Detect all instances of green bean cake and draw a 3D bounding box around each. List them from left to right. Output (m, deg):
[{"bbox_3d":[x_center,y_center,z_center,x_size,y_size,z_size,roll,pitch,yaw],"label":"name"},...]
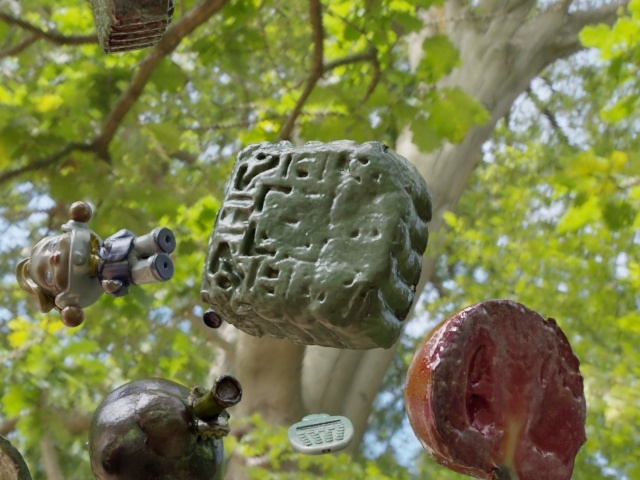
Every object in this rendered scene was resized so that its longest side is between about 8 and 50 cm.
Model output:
[{"bbox_3d":[-0.247,-0.351,1.428,0.233,0.097,0.198,150,-71,-75],"label":"green bean cake"},{"bbox_3d":[0.000,0.000,1.198,0.227,0.222,0.125,5,-24,26],"label":"green bean cake"}]

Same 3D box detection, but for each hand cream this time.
[{"bbox_3d":[-0.159,0.090,1.897,0.039,0.163,0.062,26,-55,-2],"label":"hand cream"}]

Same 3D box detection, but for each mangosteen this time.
[{"bbox_3d":[-0.217,0.304,1.695,0.289,0.231,0.231,-30,-65,24],"label":"mangosteen"}]

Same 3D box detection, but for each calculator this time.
[{"bbox_3d":[0.001,0.279,1.612,0.095,0.153,0.021,-9,-83,-5],"label":"calculator"}]

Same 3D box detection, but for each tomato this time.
[{"bbox_3d":[0.276,0.252,1.816,0.335,0.289,0.176,22,-16,-24],"label":"tomato"}]

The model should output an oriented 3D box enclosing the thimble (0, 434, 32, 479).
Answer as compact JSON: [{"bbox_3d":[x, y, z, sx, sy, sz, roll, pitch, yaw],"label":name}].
[{"bbox_3d":[-0.519,0.367,1.472,0.150,0.271,0.270,0,-48,33],"label":"thimble"}]

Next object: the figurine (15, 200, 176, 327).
[{"bbox_3d":[-0.350,0.028,1.775,0.274,0.193,0.133,-29,-25,19],"label":"figurine"}]
